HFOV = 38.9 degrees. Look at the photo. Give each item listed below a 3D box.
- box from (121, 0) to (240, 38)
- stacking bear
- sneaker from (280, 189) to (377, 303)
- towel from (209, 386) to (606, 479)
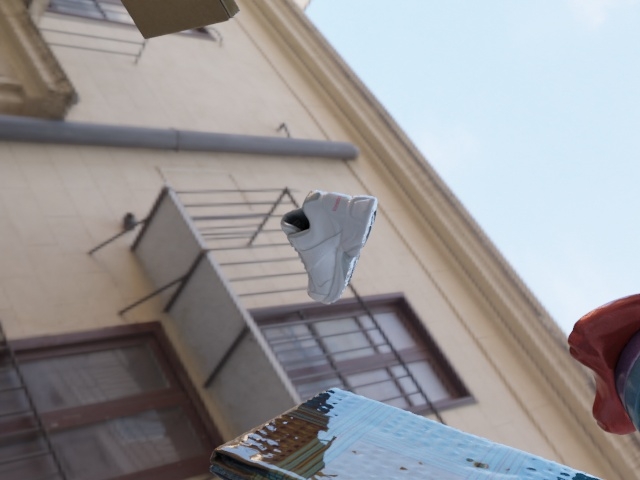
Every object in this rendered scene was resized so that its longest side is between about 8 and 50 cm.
[{"bbox_3d":[-0.194,-0.321,0.995,0.164,0.021,0.201,2,-48,44],"label":"box"},{"bbox_3d":[0.402,0.180,0.904,0.175,0.164,0.289,64,-3,-27],"label":"stacking bear"},{"bbox_3d":[0.000,0.000,1.217,0.115,0.090,0.232,21,-37,2],"label":"sneaker"},{"bbox_3d":[0.117,0.234,0.855,0.370,0.271,0.040,15,-80,24],"label":"towel"}]
